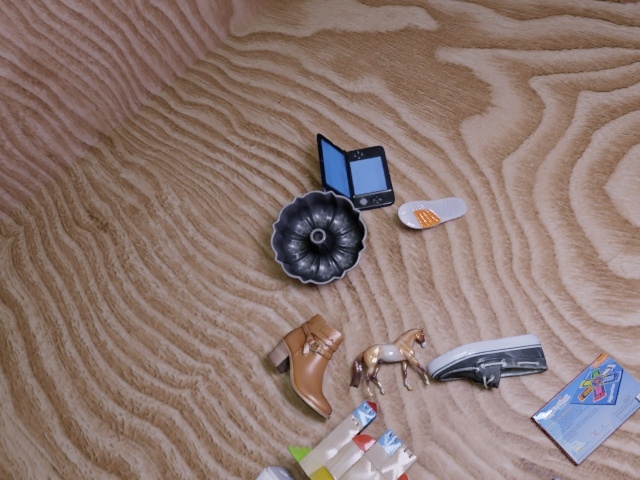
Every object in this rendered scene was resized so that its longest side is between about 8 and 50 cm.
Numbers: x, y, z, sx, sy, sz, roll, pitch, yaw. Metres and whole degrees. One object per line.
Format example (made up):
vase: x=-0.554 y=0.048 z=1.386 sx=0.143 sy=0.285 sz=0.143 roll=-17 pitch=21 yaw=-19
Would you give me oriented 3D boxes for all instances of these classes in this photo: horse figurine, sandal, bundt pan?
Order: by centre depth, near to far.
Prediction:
horse figurine: x=0.208 y=0.368 z=1.247 sx=0.263 sy=0.066 sz=0.174 roll=-12 pitch=65 yaw=3
bundt pan: x=0.000 y=0.000 z=1.438 sx=0.331 sy=0.124 sz=0.330 roll=-2 pitch=75 yaw=9
sandal: x=0.391 y=-0.088 z=1.464 sx=0.265 sy=0.076 sz=0.101 roll=-9 pitch=73 yaw=-16

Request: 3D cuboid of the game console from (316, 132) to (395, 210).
game console: x=0.132 y=-0.272 z=1.558 sx=0.250 sy=0.173 sz=0.293 roll=-10 pitch=60 yaw=7

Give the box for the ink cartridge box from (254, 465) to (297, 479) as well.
ink cartridge box: x=-0.165 y=0.731 z=1.044 sx=0.117 sy=0.201 sz=0.278 roll=34 pitch=72 yaw=25

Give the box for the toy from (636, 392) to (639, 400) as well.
toy: x=0.952 y=0.444 z=1.034 sx=0.137 sy=0.056 sz=0.237 roll=-33 pitch=66 yaw=-17

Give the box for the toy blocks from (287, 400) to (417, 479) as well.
toy blocks: x=0.136 y=0.615 z=1.078 sx=0.261 sy=0.190 sz=0.381 roll=-35 pitch=59 yaw=-21

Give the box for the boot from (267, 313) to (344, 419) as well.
boot: x=-0.004 y=0.379 z=1.277 sx=0.220 sy=0.109 sz=0.283 roll=-38 pitch=53 yaw=-15

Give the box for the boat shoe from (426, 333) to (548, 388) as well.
boat shoe: x=0.474 y=0.353 z=1.163 sx=0.335 sy=0.121 sz=0.119 roll=-15 pitch=55 yaw=2

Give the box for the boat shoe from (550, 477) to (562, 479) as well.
boat shoe: x=0.564 y=0.690 z=0.978 sx=0.076 sy=0.083 sz=0.226 roll=22 pitch=67 yaw=23

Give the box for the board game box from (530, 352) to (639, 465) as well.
board game box: x=0.726 y=0.447 z=1.111 sx=0.281 sy=0.027 sz=0.145 roll=-36 pitch=62 yaw=-9
